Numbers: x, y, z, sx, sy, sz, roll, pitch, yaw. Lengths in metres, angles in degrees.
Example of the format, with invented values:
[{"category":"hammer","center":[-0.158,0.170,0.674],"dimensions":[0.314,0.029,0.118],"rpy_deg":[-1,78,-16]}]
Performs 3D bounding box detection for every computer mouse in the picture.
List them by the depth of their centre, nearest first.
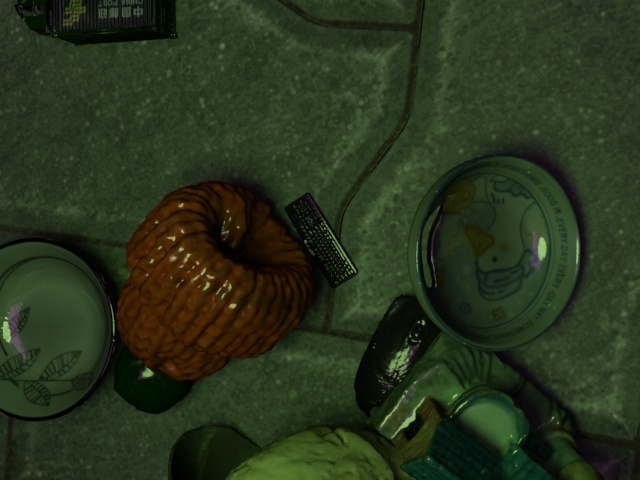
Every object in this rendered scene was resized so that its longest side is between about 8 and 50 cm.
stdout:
[{"category":"computer mouse","center":[0.126,0.189,1.217],"dimensions":[0.122,0.073,0.217],"rpy_deg":[29,99,10]}]

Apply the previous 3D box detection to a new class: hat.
[{"category":"hat","center":[-0.220,0.096,1.236],"dimensions":[0.400,0.285,0.285],"rpy_deg":[-36,84,29]}]

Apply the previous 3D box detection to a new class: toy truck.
[{"category":"toy truck","center":[-0.373,-0.392,1.311],"dimensions":[0.259,0.088,0.121],"rpy_deg":[1,95,15]}]

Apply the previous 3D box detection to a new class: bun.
[{"category":"bun","center":[0.035,0.406,1.098],"dimensions":[0.227,0.349,0.352],"rpy_deg":[-29,110,34]}]

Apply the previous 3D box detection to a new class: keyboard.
[{"category":"keyboard","center":[0.000,0.000,1.272],"dimensions":[0.053,0.010,0.155],"rpy_deg":[-34,85,17]}]

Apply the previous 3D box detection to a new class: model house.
[{"category":"model house","center":[0.236,0.286,1.030],"dimensions":[0.267,0.325,0.194],"rpy_deg":[39,95,-5]}]

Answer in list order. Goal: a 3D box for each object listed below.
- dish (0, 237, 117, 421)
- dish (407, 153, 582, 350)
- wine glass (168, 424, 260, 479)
[{"category":"dish","center":[-0.472,0.148,1.374],"dimensions":[0.317,0.106,0.316],"rpy_deg":[1,92,15]},{"category":"dish","center":[0.225,0.015,1.142],"dimensions":[0.273,0.134,0.273],"rpy_deg":[-1,93,-24]},{"category":"wine glass","center":[-0.240,0.529,1.264],"dimensions":[0.267,0.267,0.406],"rpy_deg":[44,107,9]}]
